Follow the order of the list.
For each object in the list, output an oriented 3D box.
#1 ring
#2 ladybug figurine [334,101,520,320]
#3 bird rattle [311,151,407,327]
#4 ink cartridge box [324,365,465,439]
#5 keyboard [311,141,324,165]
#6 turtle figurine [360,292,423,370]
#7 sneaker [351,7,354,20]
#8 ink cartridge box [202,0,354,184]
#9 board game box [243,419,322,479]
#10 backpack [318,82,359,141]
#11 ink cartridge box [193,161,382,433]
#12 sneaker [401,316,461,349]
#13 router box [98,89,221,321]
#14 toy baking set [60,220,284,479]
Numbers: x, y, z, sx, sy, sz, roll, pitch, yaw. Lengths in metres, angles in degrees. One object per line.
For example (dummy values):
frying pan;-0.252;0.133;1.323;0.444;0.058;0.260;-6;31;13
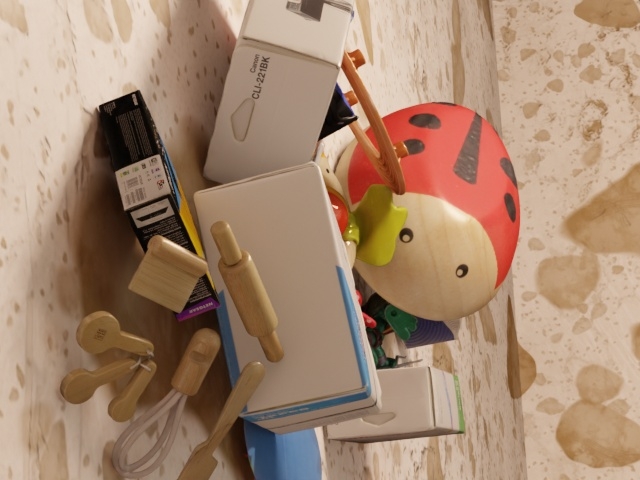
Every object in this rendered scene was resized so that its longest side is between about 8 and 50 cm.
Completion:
ring;0.039;-0.213;1.840;0.336;0.032;0.336;62;-3;6
ladybug figurine;0.178;-0.071;2.062;0.162;0.305;0.449;-53;-166;36
bird rattle;0.000;0.000;1.793;0.206;0.143;0.253;63;35;-22
ink cartridge box;0.104;0.230;1.902;0.212;0.154;0.093;25;58;-72
keyboard;-0.022;-0.047;1.582;0.256;0.014;0.072;120;-19;-77
turtle figurine;0.116;0.127;2.091;0.175;0.118;0.234;-59;169;13
sneaker;0.026;-0.351;2.099;0.144;0.053;0.059;-56;138;-66
ink cartridge box;-0.038;-0.205;1.535;0.272;0.114;0.197;-78;-175;-49
board game box;-0.054;0.239;1.547;0.169;0.033;0.133;33;45;-54
backpack;-0.024;-0.184;1.757;0.101;0.098;0.120;57;5;20
ink cartridge box;-0.026;0.073;1.405;0.307;0.129;0.223;66;10;-78
sneaker;0.177;0.011;2.333;0.182;0.128;0.315;-55;133;-65
router box;-0.145;-0.033;1.220;0.179;0.046;0.133;-114;-177;-51
toy baking set;-0.119;0.104;1.171;0.030;0.197;0.256;36;-21;46
